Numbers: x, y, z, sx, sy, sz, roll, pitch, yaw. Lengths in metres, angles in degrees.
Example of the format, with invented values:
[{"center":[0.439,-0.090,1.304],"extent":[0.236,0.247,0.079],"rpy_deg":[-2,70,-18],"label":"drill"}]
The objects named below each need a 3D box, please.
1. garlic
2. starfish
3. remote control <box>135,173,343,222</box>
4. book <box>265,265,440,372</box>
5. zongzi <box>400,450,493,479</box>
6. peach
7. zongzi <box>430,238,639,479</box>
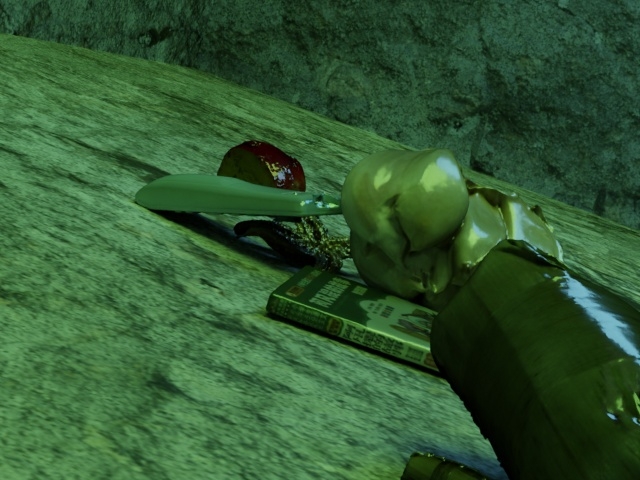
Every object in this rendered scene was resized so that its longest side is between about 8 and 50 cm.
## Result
[{"center":[0.141,0.011,1.603],"extent":[0.281,0.185,0.203],"rpy_deg":[37,37,-18],"label":"garlic"},{"center":[-0.003,0.007,1.689],"extent":[0.238,0.057,0.213],"rpy_deg":[6,24,-21],"label":"starfish"},{"center":[-0.104,-0.055,1.687],"extent":[0.293,0.051,0.103],"rpy_deg":[7,8,38],"label":"remote control"},{"center":[0.085,0.094,1.441],"extent":[0.264,0.027,0.202],"rpy_deg":[19,11,8],"label":"book"},{"center":[0.108,0.185,0.976],"extent":[0.076,0.040,0.083],"rpy_deg":[18,-4,42],"label":"zongzi"},{"center":[-0.083,-0.099,2.012],"extent":[0.127,0.092,0.172],"rpy_deg":[17,7,-20],"label":"peach"},{"center":[0.269,0.193,1.021],"extent":[0.360,0.160,0.323],"rpy_deg":[40,16,-27],"label":"zongzi"}]
